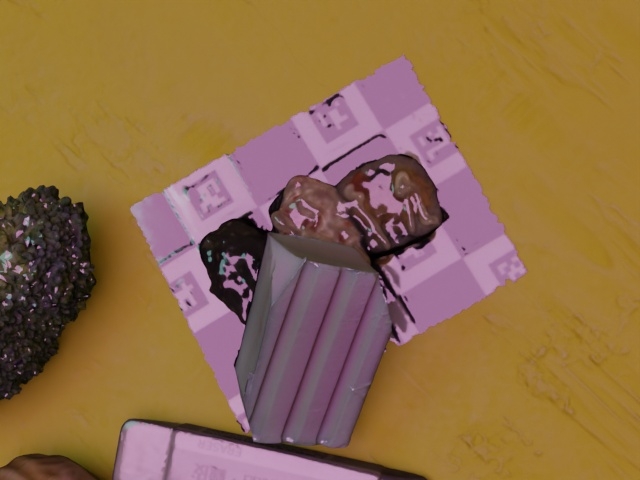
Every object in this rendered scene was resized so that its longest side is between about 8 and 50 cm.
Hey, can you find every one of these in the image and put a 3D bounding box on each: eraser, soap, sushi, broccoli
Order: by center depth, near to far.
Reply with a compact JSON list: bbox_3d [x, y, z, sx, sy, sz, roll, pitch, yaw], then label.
[{"bbox_3d":[-0.012,0.102,1.344,0.145,0.091,0.230,8,117,-23],"label":"soap"},{"bbox_3d":[-0.429,0.050,1.381,0.375,0.249,0.302,-30,87,10],"label":"broccoli"},{"bbox_3d":[0.000,0.000,1.407,0.373,0.100,0.296,-29,84,4],"label":"sushi"},{"bbox_3d":[-0.053,0.270,1.419,0.352,0.061,0.089,10,88,8],"label":"eraser"}]

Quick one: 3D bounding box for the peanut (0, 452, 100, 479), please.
[{"bbox_3d":[-0.231,0.353,1.397,0.325,0.153,0.140,34,52,0],"label":"peanut"}]
